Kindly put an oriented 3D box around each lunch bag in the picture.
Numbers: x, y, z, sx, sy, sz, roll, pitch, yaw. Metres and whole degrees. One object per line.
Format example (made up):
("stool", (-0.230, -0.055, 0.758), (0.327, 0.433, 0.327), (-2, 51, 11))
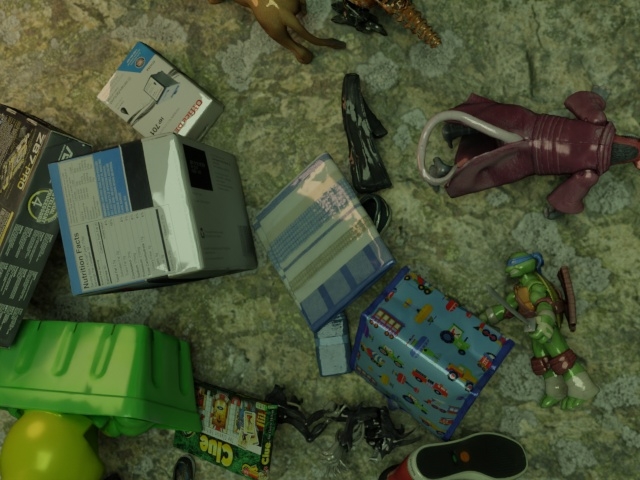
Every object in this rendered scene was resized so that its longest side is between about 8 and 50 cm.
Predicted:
("lunch bag", (0.162, 0.224, 1.544), (0.221, 0.293, 0.138), (36, 54, 14))

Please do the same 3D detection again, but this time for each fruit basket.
("fruit basket", (-0.428, 0.331, 1.599), (0.392, 0.283, 0.391), (-7, 70, 20))

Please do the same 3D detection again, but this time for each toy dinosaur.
("toy dinosaur", (0.077, -0.452, 1.592), (0.164, 0.218, 0.321), (-25, 84, 8))

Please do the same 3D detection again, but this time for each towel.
("towel", (0.023, 0.191, 1.680), (0.067, 0.029, 0.119), (-7, 86, 11))
("towel", (0.000, 0.000, 1.612), (0.209, 0.034, 0.285), (-43, 54, 18))

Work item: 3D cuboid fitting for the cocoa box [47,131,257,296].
("cocoa box", (-0.279, -0.037, 1.579), (0.228, 0.347, 0.231), (-12, 87, 10))

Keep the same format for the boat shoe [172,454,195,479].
("boat shoe", (-0.262, 0.480, 1.717), (0.049, 0.040, 0.142), (-2, 88, 10))

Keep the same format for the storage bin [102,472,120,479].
("storage bin", (-0.454, 0.529, 1.709), (0.180, 0.122, 0.084), (-33, 84, 8))

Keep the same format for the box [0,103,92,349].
("box", (-0.588, -0.040, 1.674), (0.318, 0.097, 0.394), (24, 92, 53))

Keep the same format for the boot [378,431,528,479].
("boot", (0.232, 0.410, 1.616), (0.244, 0.176, 0.088), (2, 62, -24))

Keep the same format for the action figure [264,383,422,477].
("action figure", (0.034, 0.349, 1.612), (0.276, 0.164, 0.140), (11, 62, 17))

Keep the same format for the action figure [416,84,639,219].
("action figure", (0.376, -0.174, 1.518), (0.370, 0.276, 0.248), (4, 83, 24))

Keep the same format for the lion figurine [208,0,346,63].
("lion figurine", (-0.141, -0.457, 1.620), (0.392, 0.240, 0.142), (27, 93, 9))

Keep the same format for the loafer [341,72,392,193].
("loafer", (0.084, -0.198, 1.660), (0.078, 0.076, 0.223), (-9, 92, 5))

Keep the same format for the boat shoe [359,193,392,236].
("boat shoe", (0.041, 0.028, 1.648), (0.095, 0.079, 0.254), (39, 94, 22))

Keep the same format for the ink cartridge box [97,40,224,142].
("ink cartridge box", (-0.303, -0.264, 1.725), (0.191, 0.082, 0.139), (39, 95, 10))

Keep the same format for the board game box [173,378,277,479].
("board game box", (-0.177, 0.338, 1.639), (0.260, 0.030, 0.136), (5, 91, 47))

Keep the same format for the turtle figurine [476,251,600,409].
("turtle figurine", (0.336, 0.171, 1.546), (0.198, 0.275, 0.266), (-29, 87, 43))
